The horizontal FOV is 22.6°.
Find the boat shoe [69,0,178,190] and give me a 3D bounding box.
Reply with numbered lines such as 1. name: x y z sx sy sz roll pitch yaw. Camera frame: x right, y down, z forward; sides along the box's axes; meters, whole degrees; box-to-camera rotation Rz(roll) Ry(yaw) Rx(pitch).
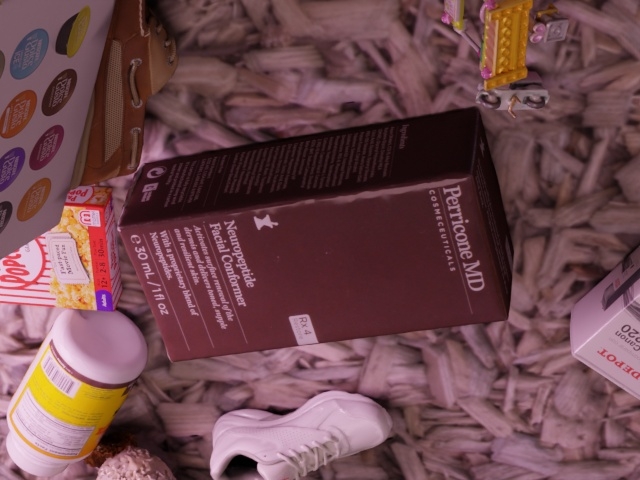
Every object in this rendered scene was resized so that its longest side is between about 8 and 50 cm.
1. boat shoe: -0.210 -0.193 1.620 0.120 0.122 0.324 -3 132 -27

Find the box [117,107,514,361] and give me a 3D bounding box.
1. box: 0.000 0.000 1.698 0.381 0.143 0.191 -10 123 14

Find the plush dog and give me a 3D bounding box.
1. plush dog: -0.213 0.355 1.961 0.211 0.262 0.225 -21 137 -16

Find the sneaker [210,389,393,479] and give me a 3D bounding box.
1. sneaker: -0.025 0.252 1.893 0.232 0.115 0.090 -15 121 19

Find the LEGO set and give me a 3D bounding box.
1. LEGO set: 0.195 -0.260 1.524 0.132 0.107 0.287 -2 129 -33

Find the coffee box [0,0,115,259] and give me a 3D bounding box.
1. coffee box: -0.435 -0.164 1.472 0.338 0.334 0.337 34 129 16

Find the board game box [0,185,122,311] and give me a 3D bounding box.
1. board game box: -0.327 0.004 1.811 0.193 0.045 0.146 4 126 7

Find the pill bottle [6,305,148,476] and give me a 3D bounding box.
1. pill bottle: -0.294 0.182 1.888 0.117 0.117 0.215 27 125 -10

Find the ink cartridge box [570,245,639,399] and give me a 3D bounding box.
1. ink cartridge box: 0.394 0.073 1.711 0.158 0.092 0.218 33 126 -14
